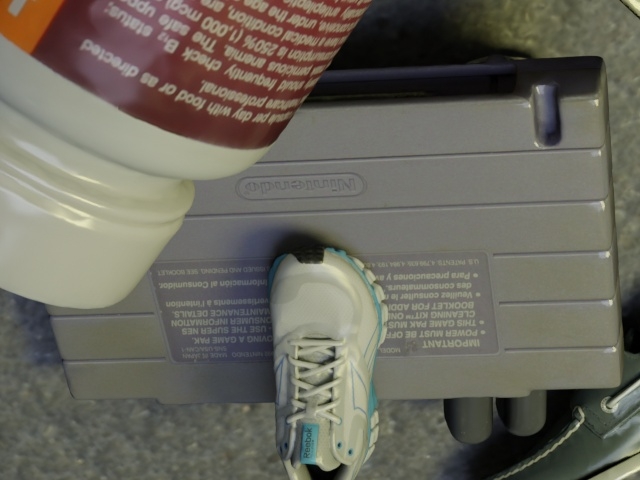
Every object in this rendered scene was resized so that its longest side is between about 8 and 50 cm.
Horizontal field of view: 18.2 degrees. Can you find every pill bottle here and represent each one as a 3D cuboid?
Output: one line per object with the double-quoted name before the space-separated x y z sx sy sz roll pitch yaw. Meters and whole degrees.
"pill bottle" -0.072 -0.173 0.996 0.224 0.224 0.392 26 110 -27

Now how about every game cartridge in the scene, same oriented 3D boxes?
"game cartridge" 0.000 0.000 1.205 0.355 0.068 0.230 -2 132 11

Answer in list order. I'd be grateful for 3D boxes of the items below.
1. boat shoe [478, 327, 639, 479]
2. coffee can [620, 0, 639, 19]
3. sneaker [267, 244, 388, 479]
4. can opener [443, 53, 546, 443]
"boat shoe" 0.227 0.097 1.377 0.319 0.116 0.099 -33 83 19
"coffee can" 0.238 -0.256 1.039 0.275 0.201 0.201 -42 123 18
"sneaker" 0.003 0.091 1.189 0.071 0.083 0.191 1 127 11
"can opener" 0.117 0.017 1.271 0.076 0.095 0.283 -8 119 -9
